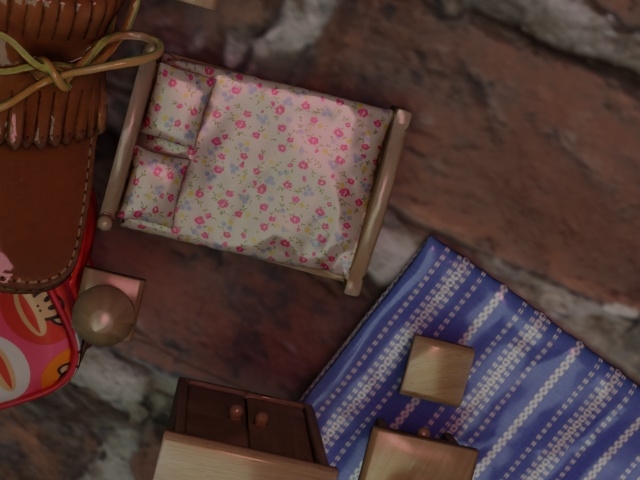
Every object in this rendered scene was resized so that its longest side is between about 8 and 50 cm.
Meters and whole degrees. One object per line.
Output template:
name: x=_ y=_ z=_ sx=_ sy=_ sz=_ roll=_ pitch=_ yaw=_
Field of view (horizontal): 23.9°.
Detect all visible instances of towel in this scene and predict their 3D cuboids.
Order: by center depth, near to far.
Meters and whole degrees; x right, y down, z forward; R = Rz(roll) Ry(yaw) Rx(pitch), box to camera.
towel: x=0.145 y=0.187 z=1.155 sx=0.336 sy=0.040 sz=0.243 roll=36 pitch=101 yaw=-6

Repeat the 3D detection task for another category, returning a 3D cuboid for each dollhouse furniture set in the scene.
dollhouse furniture set: x=0.000 y=0.000 z=1.021 sx=0.303 sy=0.174 sz=0.355 roll=14 pitch=97 yaw=-6

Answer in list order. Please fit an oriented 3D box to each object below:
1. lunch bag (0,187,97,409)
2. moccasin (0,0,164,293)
lunch bag: x=-0.290 y=-0.010 z=1.129 sx=0.258 sy=0.120 sz=0.293 roll=-15 pitch=108 yaw=15
moccasin: x=-0.186 y=-0.153 z=0.987 sx=0.139 sy=0.147 sz=0.380 roll=6 pitch=93 yaw=-30
